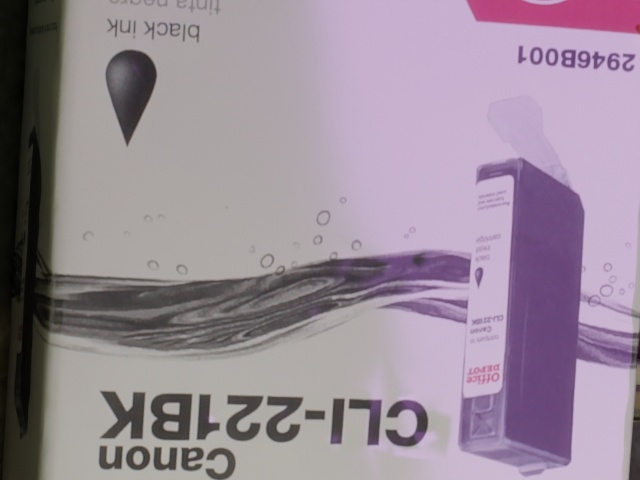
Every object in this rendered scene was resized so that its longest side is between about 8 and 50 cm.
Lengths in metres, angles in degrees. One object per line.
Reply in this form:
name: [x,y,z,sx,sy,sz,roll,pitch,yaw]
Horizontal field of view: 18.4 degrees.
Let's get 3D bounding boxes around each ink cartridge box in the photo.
ink cartridge box: [0.000,0.000,0.666,0.197,0.114,0.273,3,94,-14]

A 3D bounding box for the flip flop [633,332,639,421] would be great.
flip flop: [0.100,0.042,0.845,0.277,0.112,0.080,-2,82,-39]
